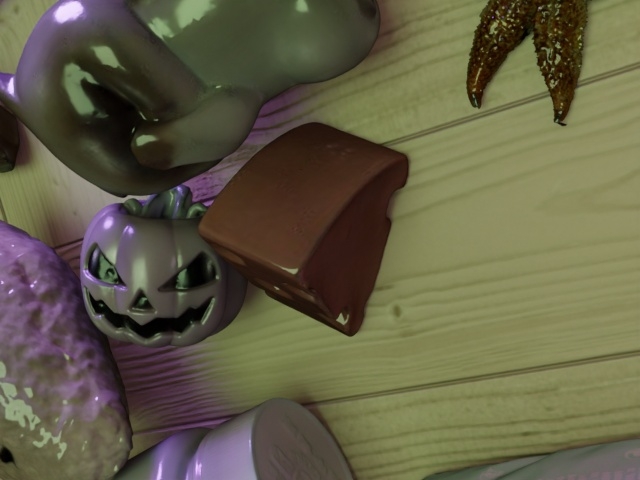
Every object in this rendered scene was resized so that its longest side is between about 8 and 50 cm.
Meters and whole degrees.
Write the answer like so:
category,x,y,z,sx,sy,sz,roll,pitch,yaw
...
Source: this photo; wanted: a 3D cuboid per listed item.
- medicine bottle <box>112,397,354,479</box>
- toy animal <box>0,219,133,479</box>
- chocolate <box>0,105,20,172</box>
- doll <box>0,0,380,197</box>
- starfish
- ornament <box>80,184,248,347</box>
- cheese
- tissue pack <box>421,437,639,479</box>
category,x,y,z,sx,sy,sz,roll,pitch,yaw
medicine bottle,-0.159,0.330,0.881,0.379,0.213,0.213,-32,84,21
toy animal,-0.336,0.128,0.899,0.226,0.188,0.358,-51,59,43
chocolate,-0.481,-0.141,1.001,0.214,0.148,0.093,-6,71,24
doll,-0.112,-0.188,0.749,0.370,0.215,0.226,-44,42,5
starfish,0.189,-0.222,0.715,0.241,0.043,0.227,19,106,25
ornament,-0.164,0.023,0.859,0.178,0.177,0.177,5,101,25
cheese,0.005,-0.025,0.807,0.128,0.203,0.177,24,78,25
tissue pack,0.176,0.327,0.618,0.332,0.405,0.205,-21,93,28
